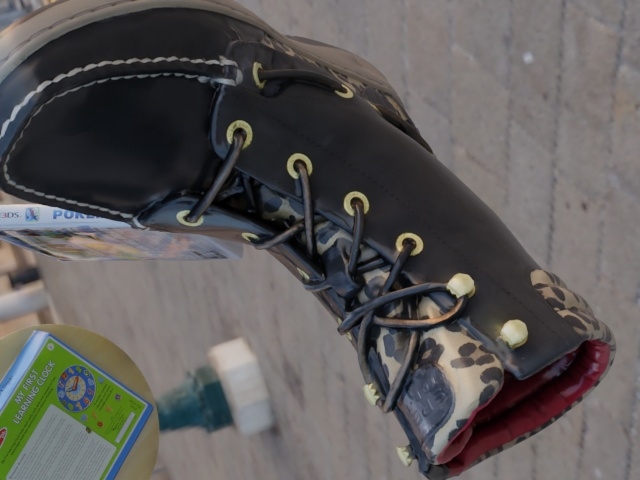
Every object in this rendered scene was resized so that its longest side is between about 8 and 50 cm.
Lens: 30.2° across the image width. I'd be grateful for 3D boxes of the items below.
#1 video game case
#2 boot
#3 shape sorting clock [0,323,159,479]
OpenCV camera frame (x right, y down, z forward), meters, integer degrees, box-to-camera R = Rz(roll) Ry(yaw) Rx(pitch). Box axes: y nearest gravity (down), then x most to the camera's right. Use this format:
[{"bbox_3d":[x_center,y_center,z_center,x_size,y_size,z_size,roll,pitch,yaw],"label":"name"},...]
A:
[{"bbox_3d":[-0.289,-0.009,1.682,0.329,0.300,0.036,44,-134,-78],"label":"video game case"},{"bbox_3d":[0.000,0.000,0.687,0.138,0.377,0.284,-51,63,21],"label":"boot"},{"bbox_3d":[-0.249,0.181,1.114,0.040,0.206,0.206,-17,91,55],"label":"shape sorting clock"}]
